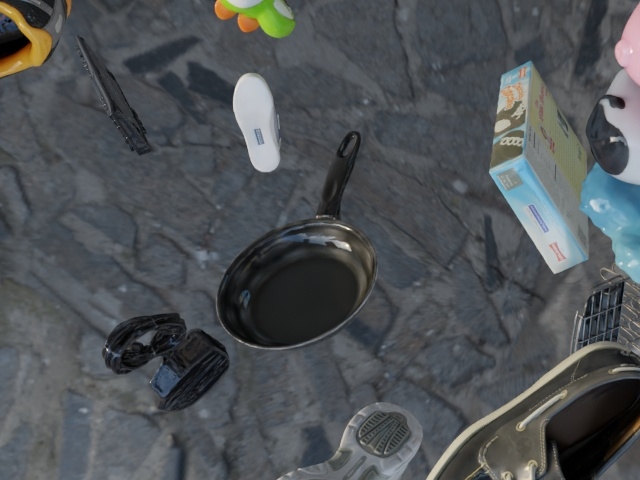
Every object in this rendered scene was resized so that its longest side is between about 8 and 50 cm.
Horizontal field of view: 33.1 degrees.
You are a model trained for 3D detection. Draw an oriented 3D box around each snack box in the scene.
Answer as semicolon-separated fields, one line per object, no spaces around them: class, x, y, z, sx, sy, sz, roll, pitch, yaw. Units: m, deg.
snack box;0.328;-0.118;1.593;0.060;0.322;0.187;-25;113;26

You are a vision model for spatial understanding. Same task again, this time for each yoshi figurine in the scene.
yoshi figurine;-0.119;-0.499;1.712;0.203;0.362;0.204;-10;41;41

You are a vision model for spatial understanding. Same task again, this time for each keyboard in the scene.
keyboard;-0.242;-0.162;1.265;0.023;0.108;0.180;-34;44;2

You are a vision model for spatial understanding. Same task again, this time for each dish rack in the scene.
dish rack;0.445;0.104;1.507;0.271;0.074;0.208;-19;122;-25

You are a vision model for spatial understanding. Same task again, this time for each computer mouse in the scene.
computer mouse;-0.119;0.085;0.811;0.071;0.242;0.041;-45;75;-6

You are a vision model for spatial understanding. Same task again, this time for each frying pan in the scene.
frying pan;-0.028;0.009;1.293;0.197;0.053;0.326;-15;42;10

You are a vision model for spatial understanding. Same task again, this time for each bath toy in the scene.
bath toy;0.284;-0.113;0.823;0.151;0.348;0.129;15;53;16

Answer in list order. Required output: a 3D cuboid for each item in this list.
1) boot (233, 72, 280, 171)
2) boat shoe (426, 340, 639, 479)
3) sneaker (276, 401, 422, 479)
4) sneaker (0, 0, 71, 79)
boot;-0.106;-0.215;1.833;0.069;0.086;0.190;-3;129;4
boat shoe;0.159;0.171;0.815;0.233;0.079;0.084;-42;105;4
sneaker;0.018;0.271;1.088;0.232;0.115;0.090;-32;52;-32
sneaker;-0.262;-0.124;0.674;0.214;0.083;0.084;-18;129;-5
